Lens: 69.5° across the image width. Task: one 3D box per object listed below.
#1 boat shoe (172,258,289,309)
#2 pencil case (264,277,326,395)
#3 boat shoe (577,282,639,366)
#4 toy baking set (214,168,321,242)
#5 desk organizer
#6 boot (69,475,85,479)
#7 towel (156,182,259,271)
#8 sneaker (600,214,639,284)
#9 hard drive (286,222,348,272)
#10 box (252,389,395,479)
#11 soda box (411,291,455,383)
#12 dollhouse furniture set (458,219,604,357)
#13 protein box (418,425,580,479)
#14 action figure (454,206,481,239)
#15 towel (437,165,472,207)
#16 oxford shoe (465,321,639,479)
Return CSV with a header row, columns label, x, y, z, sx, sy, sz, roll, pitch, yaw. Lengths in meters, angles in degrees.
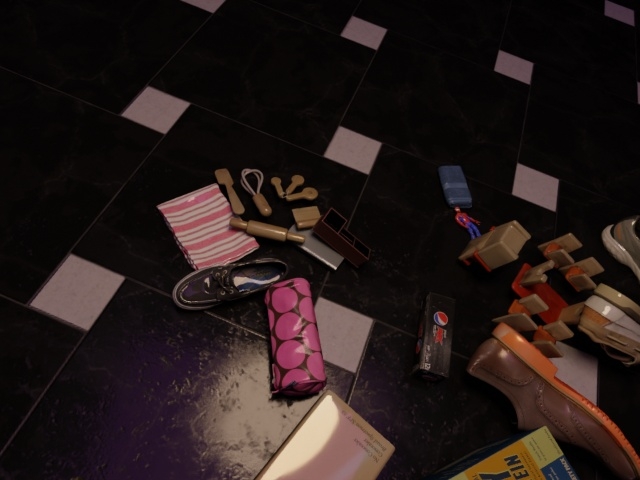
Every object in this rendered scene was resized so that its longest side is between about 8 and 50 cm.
label,x,y,z,sx,sy,sz,roll,pitch,yaw
boat shoe,-0.167,0.080,0.888,0.229,0.076,0.080,-9,83,-20
pencil case,-0.052,0.177,0.857,0.098,0.095,0.209,-13,59,5
boat shoe,0.628,0.198,0.946,0.302,0.113,0.103,33,98,-23
toy baking set,-0.118,-0.082,1.020,0.257,0.030,0.196,10,48,-4
desk organizer,0.051,-0.006,0.972,0.130,0.050,0.047,39,59,-7
boot,-0.429,0.448,0.631,0.209,0.076,0.189,-10,59,-9
towel,-0.238,-0.031,0.977,0.144,0.029,0.197,-27,68,-25
sneaker,0.806,0.054,1.096,0.100,0.108,0.271,-31,71,-28
hard drive,0.000,0.000,1.011,0.135,0.022,0.094,33,58,8
box,-0.041,0.402,0.701,0.148,0.121,0.311,38,59,11
soda box,0.227,0.193,0.923,0.060,0.053,0.168,17,58,-1
dollhouse furniture set,0.445,0.088,1.001,0.259,0.135,0.262,46,60,-3
protein box,0.260,0.407,0.713,0.201,0.199,0.135,-17,64,-20
action figure,0.358,-0.035,1.104,0.038,0.030,0.115,-25,65,-19
towel,0.335,-0.134,1.158,0.067,0.029,0.119,0,60,-12
oxford shoe,0.435,0.325,0.870,0.364,0.130,0.132,44,93,8
